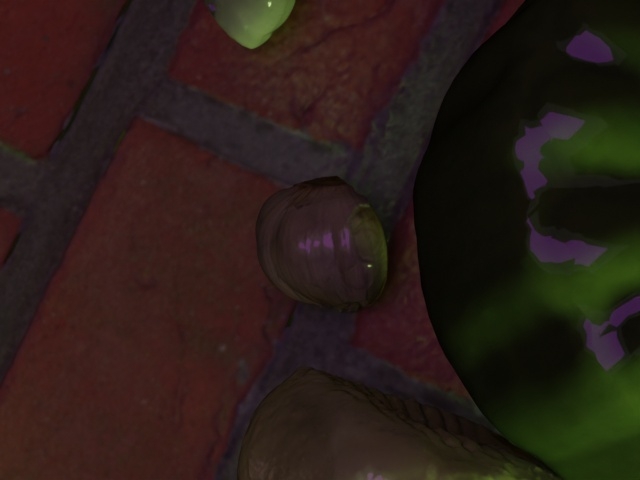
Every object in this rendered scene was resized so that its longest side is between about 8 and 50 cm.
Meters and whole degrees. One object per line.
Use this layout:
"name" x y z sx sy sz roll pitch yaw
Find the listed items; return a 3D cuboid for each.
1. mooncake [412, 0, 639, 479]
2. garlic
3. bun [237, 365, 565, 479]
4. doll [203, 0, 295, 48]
"mooncake" 0.226 -0.023 1.065 0.351 0.187 0.351 5 75 -17
"garlic" -0.003 0.004 1.292 0.113 0.074 0.094 10 99 51
"bun" 0.063 0.185 1.130 0.259 0.259 0.160 23 88 27
"doll" 0.018 -0.316 1.266 0.423 0.161 0.348 -3 104 42
